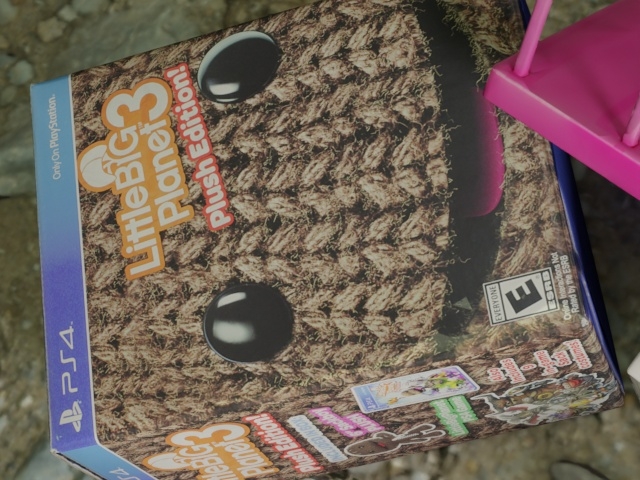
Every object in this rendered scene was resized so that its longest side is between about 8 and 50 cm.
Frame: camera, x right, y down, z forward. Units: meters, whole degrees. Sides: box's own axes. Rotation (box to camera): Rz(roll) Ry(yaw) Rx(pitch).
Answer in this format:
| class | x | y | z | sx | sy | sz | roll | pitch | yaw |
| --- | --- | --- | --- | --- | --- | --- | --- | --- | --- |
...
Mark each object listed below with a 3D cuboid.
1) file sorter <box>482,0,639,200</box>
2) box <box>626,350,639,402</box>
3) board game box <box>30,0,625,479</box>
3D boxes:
| class | x | y | z | sx | sy | sz | roll | pitch | yaw |
| --- | --- | --- | --- | --- | --- | --- | --- | --- | --- |
| file sorter | 0.268 | -0.096 | 0.721 | 0.290 | 0.182 | 0.202 | 37 | 45 | 25 |
| box | 0.271 | 0.090 | 0.769 | 0.203 | 0.103 | 0.114 | 33 | 82 | 28 |
| board game box | 0.000 | 0.000 | 0.882 | 0.291 | 0.141 | 0.232 | -15 | 64 | 13 |
